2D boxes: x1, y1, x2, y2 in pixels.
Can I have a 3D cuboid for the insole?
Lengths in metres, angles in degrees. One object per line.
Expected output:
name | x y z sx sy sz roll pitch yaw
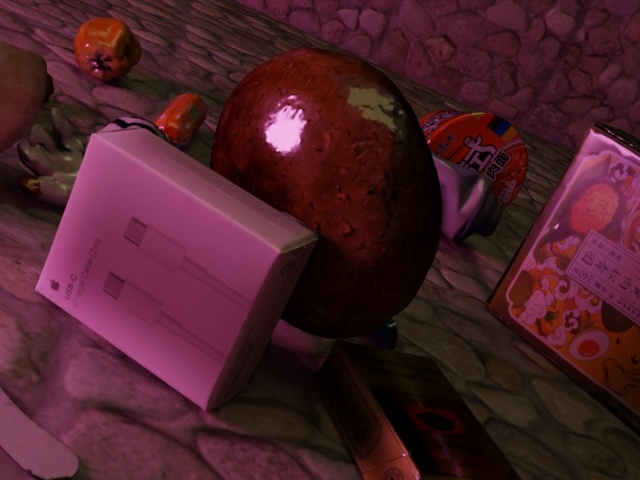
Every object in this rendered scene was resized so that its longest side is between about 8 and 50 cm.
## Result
insole | -0.292 0.151 0.782 0.197 0.004 0.065 32 21 14

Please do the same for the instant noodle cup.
instant noodle cup | 0.310 -0.181 1.985 0.250 0.250 0.192 19 14 -18

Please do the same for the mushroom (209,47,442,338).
mushroom | -0.002 -0.052 1.056 0.345 0.345 0.239 35 54 21

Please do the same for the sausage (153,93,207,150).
sausage | -0.255 -0.206 1.586 0.071 0.071 0.234 24 21 -7

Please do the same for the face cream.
face cream | 0.173 -0.132 1.803 0.420 0.137 0.235 30 -20 9

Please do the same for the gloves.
gloves | -0.320 -0.104 1.224 0.140 0.131 0.219 42 51 14

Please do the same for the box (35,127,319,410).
box | -0.157 0.026 0.957 0.252 0.203 0.106 33 22 16

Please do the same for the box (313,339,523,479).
box | 0.107 0.217 1.011 0.159 0.071 0.240 17 22 -29

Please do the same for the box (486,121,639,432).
box | 0.524 0.069 1.424 0.138 0.372 0.420 4 30 -47

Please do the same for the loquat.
loquat | -0.420 -0.373 1.739 0.137 0.113 0.137 28 39 -25

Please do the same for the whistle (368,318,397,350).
whistle | 0.084 0.083 1.279 0.090 0.090 0.158 6 29 -44

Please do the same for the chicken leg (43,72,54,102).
chicken leg | -0.515 -0.244 1.367 0.113 0.093 0.304 50 18 11

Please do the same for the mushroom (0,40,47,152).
mushroom | -0.489 -0.181 1.117 0.254 0.188 0.195 22 -16 -10
